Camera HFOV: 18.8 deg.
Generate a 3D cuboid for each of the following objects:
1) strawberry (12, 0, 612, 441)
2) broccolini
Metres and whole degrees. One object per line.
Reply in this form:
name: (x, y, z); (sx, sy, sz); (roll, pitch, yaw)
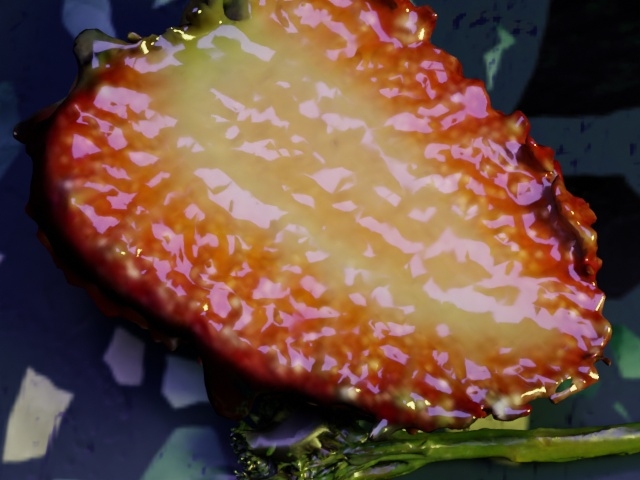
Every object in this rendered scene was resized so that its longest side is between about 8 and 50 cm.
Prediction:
strawberry: (0.000, 0.000, 1.001); (0.233, 0.138, 0.306); (-38, 75, -12)
broccolini: (0.080, 0.105, 0.997); (0.254, 0.071, 0.057); (-2, 21, -4)
